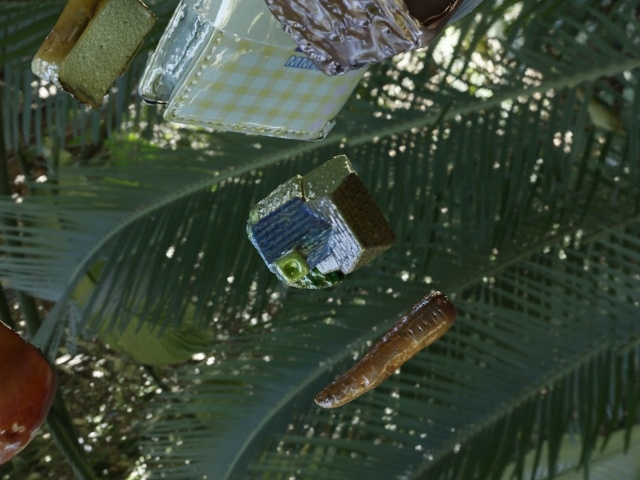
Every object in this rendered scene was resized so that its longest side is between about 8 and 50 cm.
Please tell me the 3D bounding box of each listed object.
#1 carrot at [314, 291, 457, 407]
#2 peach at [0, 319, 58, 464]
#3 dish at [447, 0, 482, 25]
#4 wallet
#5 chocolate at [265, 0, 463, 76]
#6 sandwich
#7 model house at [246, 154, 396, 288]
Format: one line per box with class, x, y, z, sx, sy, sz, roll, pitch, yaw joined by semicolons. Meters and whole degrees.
carrot;0.072;0.128;0.805;0.047;0.191;0.047;46;-171;-9
peach;-0.720;0.286;1.403;0.310;0.335;0.406;-60;-23;-29
dish;0.109;-0.348;0.892;0.273;0.273;0.134;50;-149;-41
wallet;-0.002;-0.212;0.598;0.223;0.309;0.077;-7;-126;-44
chocolate;0.091;-0.236;0.377;0.112;0.321;0.112;44;167;-27
sandwich;-0.468;-0.410;1.503;0.087;0.251;0.226;32;-178;10
model house;0.000;0.000;1.129;0.195;0.214;0.189;61;-176;-12
